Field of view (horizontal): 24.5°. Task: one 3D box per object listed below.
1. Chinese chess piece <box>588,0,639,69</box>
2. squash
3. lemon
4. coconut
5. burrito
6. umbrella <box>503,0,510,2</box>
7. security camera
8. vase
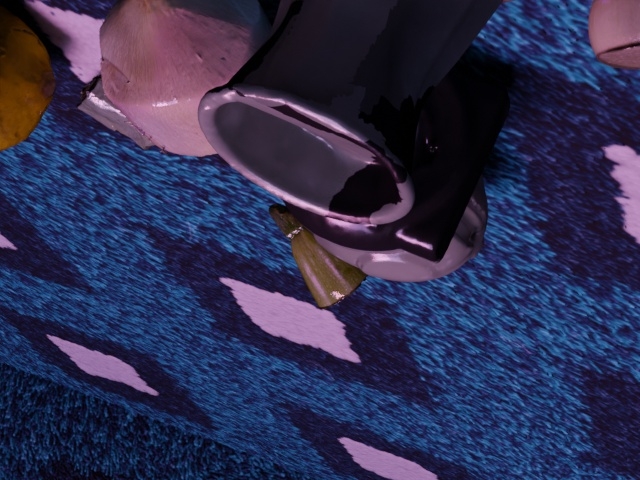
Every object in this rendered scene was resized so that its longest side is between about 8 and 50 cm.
[{"bbox_3d":[0.249,-0.152,1.030,0.122,0.051,0.122,0,177,0],"label":"Chinese chess piece"},{"bbox_3d":[-0.003,0.000,1.758,0.132,0.105,0.105,50,155,-11],"label":"squash"},{"bbox_3d":[-0.393,-0.182,1.625,0.193,0.180,0.180,42,163,11],"label":"lemon"},{"bbox_3d":[-0.124,-0.168,1.336,0.171,0.171,0.183,12,160,33],"label":"coconut"},{"bbox_3d":[-0.225,-0.143,1.700,0.118,0.044,0.074,31,162,-9],"label":"burrito"},{"bbox_3d":[0.214,-0.212,0.971,0.073,0.067,0.337,27,162,-37],"label":"umbrella"},{"bbox_3d":[0.066,-0.058,1.383,0.191,0.197,0.277,21,168,15],"label":"security camera"},{"bbox_3d":[0.064,-0.188,0.772,0.165,0.360,0.165,23,160,9],"label":"vase"}]
